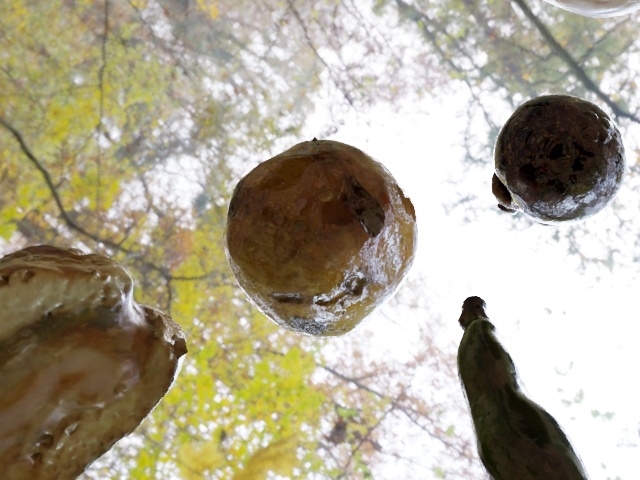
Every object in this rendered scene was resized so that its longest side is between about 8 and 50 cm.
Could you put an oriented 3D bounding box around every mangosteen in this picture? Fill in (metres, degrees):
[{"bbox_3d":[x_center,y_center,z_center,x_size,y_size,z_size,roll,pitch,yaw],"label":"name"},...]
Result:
[{"bbox_3d":[0.388,-0.122,1.376,0.265,0.228,0.228,-50,-165,53],"label":"mangosteen"}]

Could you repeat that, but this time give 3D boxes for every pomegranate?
[{"bbox_3d":[0.000,0.000,1.148,0.281,0.281,0.281,-29,-145,22],"label":"pomegranate"}]

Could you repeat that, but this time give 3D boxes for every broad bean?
[{"bbox_3d":[0.118,0.123,0.423,0.060,0.043,0.297,-5,-147,-15],"label":"broad bean"}]

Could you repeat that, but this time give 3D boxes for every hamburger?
[{"bbox_3d":[-0.266,0.124,0.609,0.330,0.162,0.209,-41,-167,-4],"label":"hamburger"}]

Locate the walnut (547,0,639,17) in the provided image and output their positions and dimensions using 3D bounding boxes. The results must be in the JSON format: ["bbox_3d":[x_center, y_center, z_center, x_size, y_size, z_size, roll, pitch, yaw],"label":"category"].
[{"bbox_3d":[0.229,-0.288,0.665,0.193,0.193,0.225,-43,-117,0],"label":"walnut"}]
